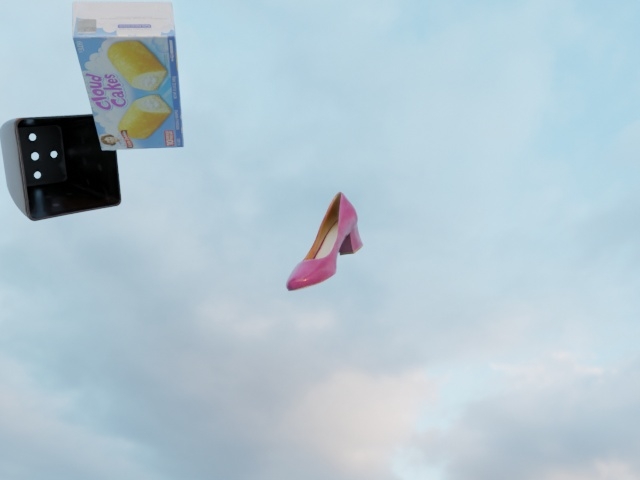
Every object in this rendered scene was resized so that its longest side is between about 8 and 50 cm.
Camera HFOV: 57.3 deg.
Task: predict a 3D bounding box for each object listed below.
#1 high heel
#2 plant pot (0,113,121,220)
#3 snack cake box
[{"bbox_3d":[0.000,0.000,1.066,0.082,0.244,0.117,-8,-72,42],"label":"high heel"},{"bbox_3d":[-0.528,-0.159,1.155,0.167,0.188,0.188,16,-67,38],"label":"plant pot"},{"bbox_3d":[-0.319,-0.272,1.001,0.152,0.089,0.264,-6,-29,-13],"label":"snack cake box"}]
